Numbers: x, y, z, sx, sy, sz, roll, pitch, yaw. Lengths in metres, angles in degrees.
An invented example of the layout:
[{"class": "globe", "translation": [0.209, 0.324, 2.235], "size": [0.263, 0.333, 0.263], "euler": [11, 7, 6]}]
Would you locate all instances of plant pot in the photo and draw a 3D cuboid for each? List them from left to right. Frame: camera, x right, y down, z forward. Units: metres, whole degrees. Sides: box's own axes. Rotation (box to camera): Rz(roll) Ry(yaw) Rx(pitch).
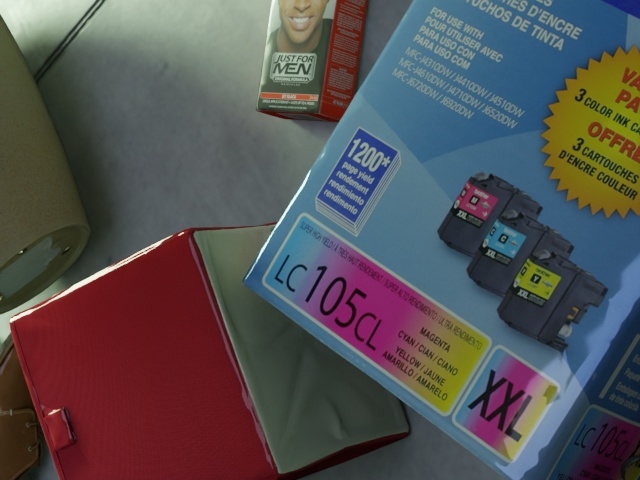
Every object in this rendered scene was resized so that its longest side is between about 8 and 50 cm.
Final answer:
[{"class": "plant pot", "translation": [-0.337, -0.073, 1.463], "size": [0.256, 0.256, 0.274], "euler": [-46, 75, 24]}]

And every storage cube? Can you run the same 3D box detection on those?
[{"class": "storage cube", "translation": [-0.083, 0.101, 1.236], "size": [0.193, 0.184, 0.215], "euler": [-25, 80, 33]}]

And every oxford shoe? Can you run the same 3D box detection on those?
[{"class": "oxford shoe", "translation": [-0.277, 0.165, 1.484], "size": [0.076, 0.076, 0.212], "euler": [21, 94, 7]}]

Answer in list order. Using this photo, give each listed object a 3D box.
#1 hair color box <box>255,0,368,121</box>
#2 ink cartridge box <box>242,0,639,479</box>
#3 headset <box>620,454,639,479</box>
[{"class": "hair color box", "translation": [-0.004, -0.168, 1.323], "size": [0.072, 0.043, 0.141], "euler": [6, 86, 39]}, {"class": "ink cartridge box", "translation": [0.169, -0.061, 1.084], "size": [0.270, 0.151, 0.395], "euler": [34, 94, 35]}, {"class": "headset", "translation": [0.339, 0.140, 0.920], "size": [0.394, 0.185, 0.243], "euler": [-10, 77, 25]}]
